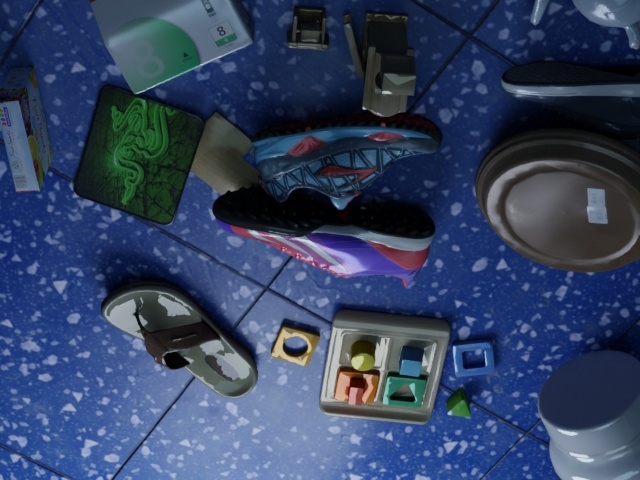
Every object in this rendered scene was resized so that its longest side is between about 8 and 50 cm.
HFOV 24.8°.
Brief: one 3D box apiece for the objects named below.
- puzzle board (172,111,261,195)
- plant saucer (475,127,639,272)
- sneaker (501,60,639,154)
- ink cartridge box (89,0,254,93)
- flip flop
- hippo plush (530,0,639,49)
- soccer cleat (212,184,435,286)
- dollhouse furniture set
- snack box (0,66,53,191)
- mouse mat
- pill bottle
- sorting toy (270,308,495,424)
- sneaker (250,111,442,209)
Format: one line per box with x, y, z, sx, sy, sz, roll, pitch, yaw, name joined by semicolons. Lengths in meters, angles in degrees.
-0.130;-0.113;2.055;0.128;0.011;0.096;38;115;-22;puzzle board
0.346;-0.045;2.015;0.278;0.041;0.278;13;142;11;plant saucer
0.351;-0.156;1.979;0.226;0.086;0.163;3;120;-3;sneaker
-0.214;-0.322;1.896;0.181;0.056;0.225;-22;122;13;ink cartridge box
-0.207;0.159;2.190;0.112;0.080;0.277;-39;115;22;flip flop
0.336;-0.370;1.722;0.294;0.236;0.234;-29;118;18;hippo plush
0.000;0.000;2.068;0.318;0.109;0.116;7;124;-11;soccer cleat
0.034;-0.215;1.885;0.161;0.182;0.101;4;123;-3;dollhouse furniture set
-0.401;-0.151;1.978;0.037;0.100;0.141;-3;124;4;snack box
-0.257;-0.116;2.048;0.152;0.007;0.190;18;120;-4;mouse mat
0.474;0.356;2.240;0.204;0.204;0.361;-21;121;14;pill bottle
0.095;0.203;2.237;0.347;0.047;0.196;6;123;-3;sorting toy
0.042;-0.108;1.993;0.261;0.104;0.125;-5;106;15;sneaker
